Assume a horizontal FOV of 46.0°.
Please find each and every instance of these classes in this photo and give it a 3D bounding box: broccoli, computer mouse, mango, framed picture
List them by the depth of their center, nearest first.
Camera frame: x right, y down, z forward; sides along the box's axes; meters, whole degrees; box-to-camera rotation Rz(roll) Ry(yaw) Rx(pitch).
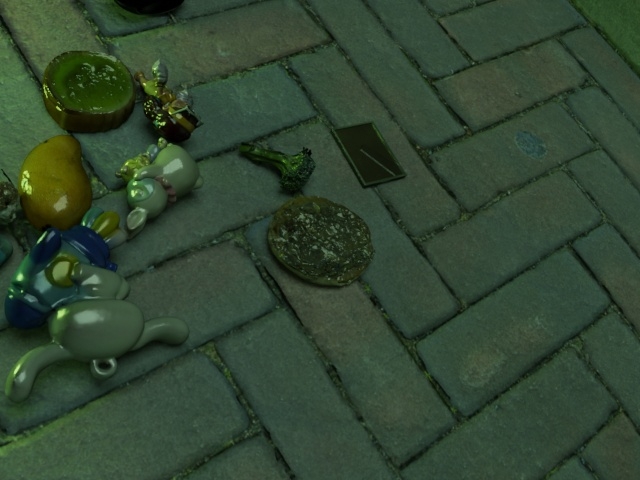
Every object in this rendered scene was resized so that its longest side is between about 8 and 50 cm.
[{"bbox_3d":[-0.589,-0.122,1.684,0.157,0.109,0.262,0,52,-11],"label":"mango"},{"bbox_3d":[-0.114,-0.204,1.947,0.204,0.118,0.122,22,63,12],"label":"broccoli"},{"bbox_3d":[-0.483,-0.690,2.098,0.233,0.096,0.137,-19,73,-36],"label":"computer mouse"},{"bbox_3d":[0.134,-0.244,2.118,0.150,0.015,0.203,-17,67,-30],"label":"framed picture"}]

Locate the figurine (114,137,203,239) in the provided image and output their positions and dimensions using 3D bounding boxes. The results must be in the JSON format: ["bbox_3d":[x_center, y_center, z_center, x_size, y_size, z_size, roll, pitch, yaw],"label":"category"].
[{"bbox_3d":[-0.401,-0.123,1.752,0.155,0.127,0.235,51,55,-9],"label":"figurine"}]

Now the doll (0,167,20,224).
[{"bbox_3d":[-0.745,-0.072,1.584,0.221,0.105,0.114,-15,81,-8],"label":"doll"}]

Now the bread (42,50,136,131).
[{"bbox_3d":[-0.573,-0.371,1.871,0.236,0.070,0.236,11,56,-17],"label":"bread"}]

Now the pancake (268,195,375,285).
[{"bbox_3d":[0.001,-0.001,1.885,0.283,0.049,0.282,11,55,-17],"label":"pancake"}]

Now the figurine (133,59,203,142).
[{"bbox_3d":[-0.389,-0.345,1.895,0.116,0.174,0.240,-33,60,5],"label":"figurine"}]

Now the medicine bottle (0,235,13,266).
[{"bbox_3d":[-0.723,0.067,1.537,0.090,0.053,0.208,29,52,0],"label":"medicine bottle"}]

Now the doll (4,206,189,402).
[{"bbox_3d":[-0.496,0.116,1.541,0.376,0.187,0.365,-6,67,-56],"label":"doll"}]
